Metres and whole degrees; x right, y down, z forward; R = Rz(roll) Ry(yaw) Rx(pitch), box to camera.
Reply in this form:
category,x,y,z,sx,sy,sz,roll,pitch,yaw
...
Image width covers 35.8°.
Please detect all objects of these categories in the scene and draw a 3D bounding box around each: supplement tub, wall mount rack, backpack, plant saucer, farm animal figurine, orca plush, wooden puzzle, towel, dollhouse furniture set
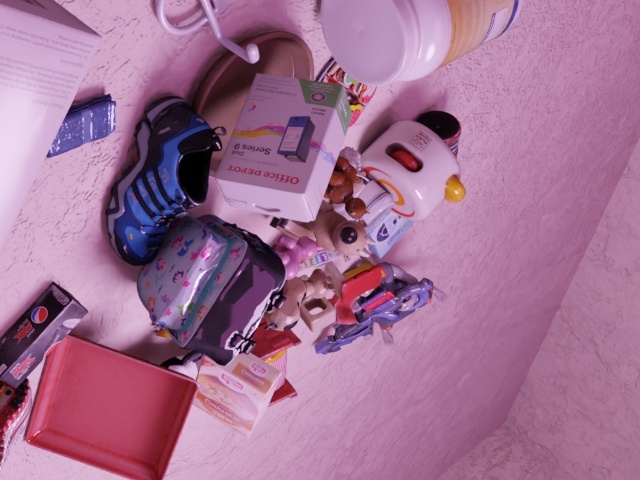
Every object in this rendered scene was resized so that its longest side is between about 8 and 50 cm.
category,x,y,z,sx,sy,sz,roll,pitch,yaw
supplement tub,0.256,-0.190,2.231,0.106,0.106,0.197,-37,149,-27
wall mount rack,-0.082,-0.427,1.396,0.350,0.130,0.304,-45,152,-15
backpack,-0.196,0.067,1.692,0.191,0.253,0.225,30,95,-25
plant saucer,-0.365,0.293,1.745,0.047,0.259,0.258,-76,-172,-63
farm animal figurine,0.000,0.000,1.854,0.330,0.172,0.326,-57,-169,13
orca plush,-0.293,0.241,1.908,0.151,0.102,0.287,-64,172,30
wooden puzzle,-0.283,0.137,1.887,0.116,0.014,0.079,-58,157,11
towel,-0.346,-0.163,1.411,0.119,0.029,0.067,-30,145,-38
supplement tub,0.177,-0.410,1.709,0.316,0.228,0.228,-32,147,-35
plant saucer,-0.120,-0.231,1.670,0.278,0.041,0.277,-37,148,-27
dollhouse furniture set,-0.025,0.193,2.123,0.374,0.152,0.201,-24,143,-22

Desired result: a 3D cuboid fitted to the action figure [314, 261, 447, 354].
category,x,y,z,sx,sy,sz,roll,pitch,yaw
action figure,0.131,0.156,2.461,0.341,0.178,0.330,-29,149,13

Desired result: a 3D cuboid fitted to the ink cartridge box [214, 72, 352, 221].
category,x,y,z,sx,sy,sz,roll,pitch,yaw
ink cartridge box,-0.056,-0.149,1.573,0.093,0.154,0.212,67,38,-60

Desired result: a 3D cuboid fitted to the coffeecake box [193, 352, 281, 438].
category,x,y,z,sx,sy,sz,roll,pitch,yaw
coffeecake box,-0.170,0.292,1.962,0.068,0.142,0.185,-53,170,-39

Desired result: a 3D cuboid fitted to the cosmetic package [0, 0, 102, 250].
category,x,y,z,sx,sy,sz,roll,pitch,yaw
cosmetic package,-0.440,-0.131,1.166,0.197,0.155,0.365,8,116,-59

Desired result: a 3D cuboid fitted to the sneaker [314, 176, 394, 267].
category,x,y,z,sx,sy,sz,roll,pitch,yaw
sneaker,0.054,-0.040,2.123,0.258,0.091,0.094,-44,166,33

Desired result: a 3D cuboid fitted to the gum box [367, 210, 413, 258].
category,x,y,z,sx,sy,sz,roll,pitch,yaw
gum box,0.162,-0.061,2.309,0.157,0.041,0.184,-47,153,-9

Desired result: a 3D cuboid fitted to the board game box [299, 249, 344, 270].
category,x,y,z,sx,sy,sz,roll,pitch,yaw
board game box,-0.016,0.035,2.031,0.154,0.026,0.103,-18,-175,5

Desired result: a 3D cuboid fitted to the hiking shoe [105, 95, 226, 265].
category,x,y,z,sx,sy,sz,roll,pitch,yaw
hiking shoe,-0.248,-0.071,1.560,0.113,0.132,0.304,-18,138,-48

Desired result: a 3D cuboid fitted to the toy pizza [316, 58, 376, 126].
category,x,y,z,sx,sy,sz,roll,pitch,yaw
toy pizza,0.053,-0.281,1.887,0.201,0.032,0.201,-37,149,-27

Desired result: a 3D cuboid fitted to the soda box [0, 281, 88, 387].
category,x,y,z,sx,sy,sz,roll,pitch,yaw
soda box,-0.457,0.152,1.589,0.169,0.053,0.060,-48,152,-8

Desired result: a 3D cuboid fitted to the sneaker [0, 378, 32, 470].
category,x,y,z,sx,sy,sz,roll,pitch,yaw
sneaker,-0.526,0.327,1.601,0.092,0.088,0.225,93,20,-62

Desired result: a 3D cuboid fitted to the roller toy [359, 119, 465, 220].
category,x,y,z,sx,sy,sz,roll,pitch,yaw
roller toy,0.192,-0.151,2.079,0.146,0.209,0.191,-46,118,-16
